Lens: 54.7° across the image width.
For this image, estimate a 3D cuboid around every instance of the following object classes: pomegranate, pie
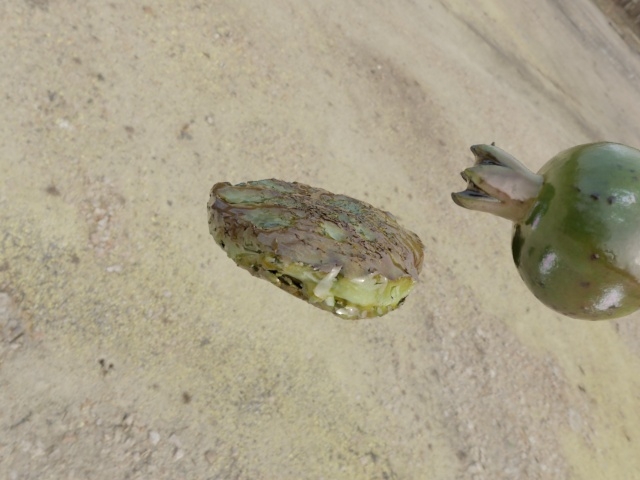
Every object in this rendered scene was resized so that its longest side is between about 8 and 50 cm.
[{"bbox_3d":[0.153,-0.014,0.386,0.142,0.114,0.114,24,36,1],"label":"pomegranate"},{"bbox_3d":[0.000,0.000,0.853,0.288,0.103,0.355,30,22,27],"label":"pie"}]
